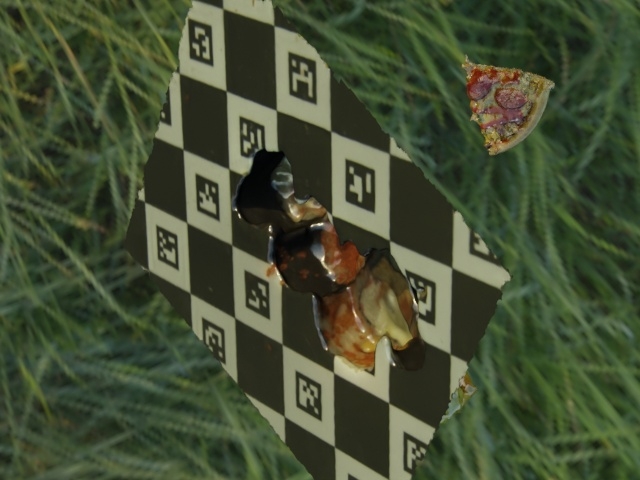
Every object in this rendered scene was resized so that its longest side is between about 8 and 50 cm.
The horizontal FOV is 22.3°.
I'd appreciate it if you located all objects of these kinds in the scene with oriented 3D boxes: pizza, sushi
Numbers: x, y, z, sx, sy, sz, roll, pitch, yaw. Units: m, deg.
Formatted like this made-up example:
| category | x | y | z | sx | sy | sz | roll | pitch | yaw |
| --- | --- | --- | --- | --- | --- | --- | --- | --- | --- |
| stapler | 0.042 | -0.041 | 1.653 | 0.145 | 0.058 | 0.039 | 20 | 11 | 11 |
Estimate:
| category | x | y | z | sx | sy | sz | roll | pitch | yaw |
| --- | --- | --- | --- | --- | --- | --- | --- | --- | --- |
| pizza | 0.179 | -0.126 | 1.618 | 0.029 | 0.100 | 0.099 | -32 | 135 | -50 |
| sushi | 0.000 | 0.000 | 0.963 | 0.050 | 0.290 | 0.264 | -18 | 144 | -35 |

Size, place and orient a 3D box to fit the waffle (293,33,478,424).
| category | x | y | z | sx | sy | sz | roll | pitch | yaw |
| --- | --- | --- | --- | --- | --- | --- | --- | --- | --- |
| waffle | 0.028 | -0.004 | 1.164 | 0.068 | 0.325 | 0.302 | -23 | 110 | 7 |
